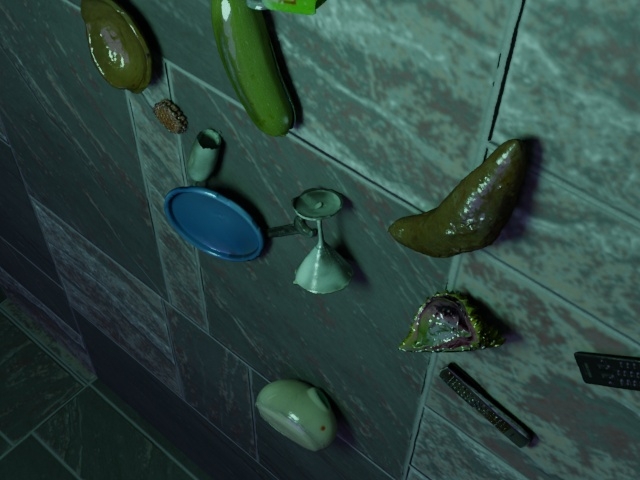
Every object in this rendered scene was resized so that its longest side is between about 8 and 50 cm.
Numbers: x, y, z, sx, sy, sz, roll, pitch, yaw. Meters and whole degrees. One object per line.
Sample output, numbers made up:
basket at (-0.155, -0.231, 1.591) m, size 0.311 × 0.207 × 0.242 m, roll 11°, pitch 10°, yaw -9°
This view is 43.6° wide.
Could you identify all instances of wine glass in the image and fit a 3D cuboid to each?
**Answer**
wine glass at (-0.259, -0.148, 1.706) m, size 0.074 × 0.074 × 0.262 m, roll 44°, pitch 147°, yaw 8°
wine glass at (0.000, 0.000, 1.497) m, size 0.122 × 0.122 × 0.182 m, roll 27°, pitch 142°, yaw 32°

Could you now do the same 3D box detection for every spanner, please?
spanner at (-0.090, -0.019, 1.685) m, size 0.254 × 0.015 × 0.054 m, roll -8°, pitch 120°, yaw 55°

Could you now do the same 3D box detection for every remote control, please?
remote control at (0.316, 0.315, 1.534) m, size 0.212 × 0.028 × 0.059 m, roll 42°, pitch 153°, yaw 12°
remote control at (0.488, 0.198, 1.181) m, size 0.245 × 0.025 × 0.063 m, roll -1°, pitch 123°, yaw 53°

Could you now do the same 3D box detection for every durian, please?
durian at (0.239, 0.140, 1.393) m, size 0.187 × 0.119 × 0.108 m, roll -12°, pitch 78°, yaw 44°

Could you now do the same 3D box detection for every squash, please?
squash at (-0.124, -0.317, 1.320) m, size 0.094 × 0.094 × 0.341 m, roll 19°, pitch 141°, yaw 41°

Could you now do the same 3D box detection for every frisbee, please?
frisbee at (-0.228, -0.042, 1.748) m, size 0.242 × 0.045 × 0.242 m, roll 17°, pitch 145°, yaw 12°

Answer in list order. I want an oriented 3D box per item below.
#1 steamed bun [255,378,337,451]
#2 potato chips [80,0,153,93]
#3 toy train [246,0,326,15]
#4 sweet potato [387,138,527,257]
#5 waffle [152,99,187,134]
steamed bun at (-0.050, 0.434, 2.035) m, size 0.228 × 0.130 × 0.177 m, roll 23°, pitch 152°, yaw 34°
potato chips at (-0.399, -0.400, 1.601) m, size 0.208 × 0.062 × 0.195 m, roll 54°, pitch 144°, yaw -6°
toy train at (-0.052, -0.444, 1.014) m, size 0.249 × 0.173 × 0.307 m, roll 17°, pitch 138°, yaw 28°
sweet potato at (0.215, -0.036, 1.198) m, size 0.114 × 0.092 × 0.341 m, roll 63°, pitch 150°, yaw 8°
waffle at (-0.316, -0.259, 1.686) m, size 0.083 × 0.029 × 0.075 m, roll 46°, pitch 153°, yaw -2°
